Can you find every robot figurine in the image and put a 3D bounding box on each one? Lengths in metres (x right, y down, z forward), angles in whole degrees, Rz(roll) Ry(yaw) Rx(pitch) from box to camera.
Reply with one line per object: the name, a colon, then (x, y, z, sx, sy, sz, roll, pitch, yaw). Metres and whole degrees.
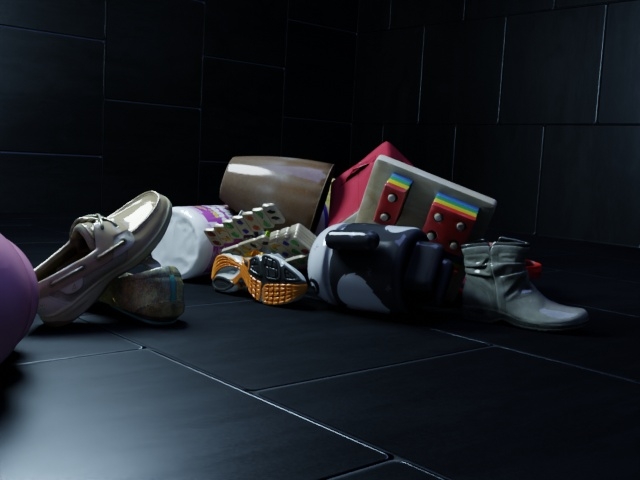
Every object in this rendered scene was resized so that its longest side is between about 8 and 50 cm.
robot figurine: (0.108, 0.056, 1.502, 0.278, 0.209, 0.173, 6, 22, 31)

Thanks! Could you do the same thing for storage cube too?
storage cube: (0.148, -0.069, 1.782, 0.184, 0.215, 0.193, -35, 27, 26)

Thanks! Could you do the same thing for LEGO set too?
LEGO set: (-0.123, 0.034, 1.790, 0.227, 0.087, 0.093, 35, -21, -17)

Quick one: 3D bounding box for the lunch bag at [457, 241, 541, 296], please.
lunch bag: (0.377, 0.062, 1.805, 0.258, 0.120, 0.293, 4, 7, 16)

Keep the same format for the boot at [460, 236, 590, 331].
boot: (0.377, 0.078, 1.455, 0.247, 0.161, 0.083, 6, 7, 24)

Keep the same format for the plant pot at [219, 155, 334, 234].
plant pot: (-0.109, -0.108, 1.818, 0.230, 0.215, 0.215, 18, 7, 4)

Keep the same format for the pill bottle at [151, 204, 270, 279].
pill bottle: (-0.244, -0.002, 1.864, 0.169, 0.169, 0.301, 7, 7, 32)

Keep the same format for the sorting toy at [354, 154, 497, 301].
sorting toy: (0.191, -0.006, 1.604, 0.257, 0.255, 0.089, 23, 34, 9)

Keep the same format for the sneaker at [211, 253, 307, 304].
sneaker: (-0.104, 0.073, 1.605, 0.121, 0.099, 0.262, 4, 5, -44)

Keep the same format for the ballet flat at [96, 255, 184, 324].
ballet flat: (-0.372, 0.067, 1.399, 0.349, 0.123, 0.123, 7, 7, 38)

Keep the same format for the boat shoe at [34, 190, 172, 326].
boat shoe: (-0.365, 0.006, 1.299, 0.109, 0.098, 0.302, 12, 49, 39)

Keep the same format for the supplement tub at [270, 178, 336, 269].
supplement tub: (0.025, -0.048, 2.105, 0.331, 0.241, 0.241, -3, 8, -43)

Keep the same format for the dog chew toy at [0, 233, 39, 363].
dog chew toy: (-0.452, 0.072, 0.982, 0.207, 0.206, 0.332, 2, -3, -7)

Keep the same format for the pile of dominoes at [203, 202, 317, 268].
pile of dominoes: (-0.123, 0.018, 1.639, 0.251, 0.040, 0.196, -18, -46, 41)

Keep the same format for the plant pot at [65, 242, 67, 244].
plant pot: (-0.442, 0.055, 1.568, 0.134, 0.095, 0.134, 4, 5, 0)
